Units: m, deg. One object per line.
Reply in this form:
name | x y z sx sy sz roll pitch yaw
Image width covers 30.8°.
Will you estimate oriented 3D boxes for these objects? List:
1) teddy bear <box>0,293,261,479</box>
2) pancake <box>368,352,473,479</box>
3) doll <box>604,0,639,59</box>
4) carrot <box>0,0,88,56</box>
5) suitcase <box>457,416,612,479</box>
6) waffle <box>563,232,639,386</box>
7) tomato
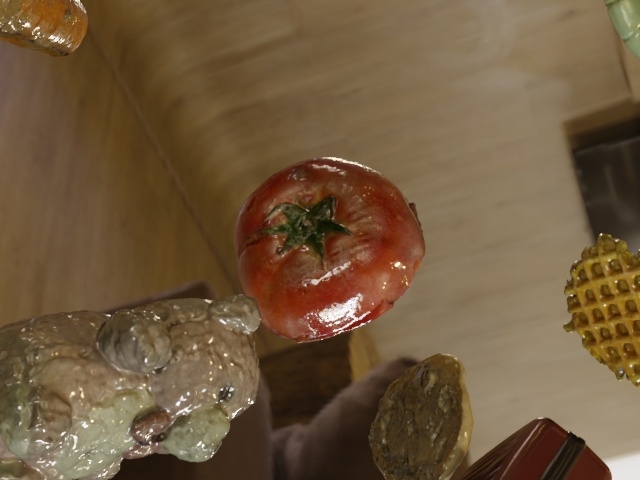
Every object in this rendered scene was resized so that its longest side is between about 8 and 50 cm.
teddy bear | -0.177 0.135 1.015 0.236 0.267 0.151 -58 -136 41
pancake | 0.178 0.327 2.049 0.049 0.282 0.282 22 37 -24
doll | 0.361 -0.273 1.154 0.216 0.284 0.269 -33 -119 54
carrot | -0.427 -0.331 1.566 0.302 0.138 0.139 0 74 -74
suitcase | 0.295 0.425 1.801 0.161 0.297 0.236 40 53 5
waffle | 0.518 0.123 1.964 0.254 0.052 0.245 39 -48 32
tomato | 0.000 -0.003 1.254 0.085 0.224 0.225 64 13 -51
